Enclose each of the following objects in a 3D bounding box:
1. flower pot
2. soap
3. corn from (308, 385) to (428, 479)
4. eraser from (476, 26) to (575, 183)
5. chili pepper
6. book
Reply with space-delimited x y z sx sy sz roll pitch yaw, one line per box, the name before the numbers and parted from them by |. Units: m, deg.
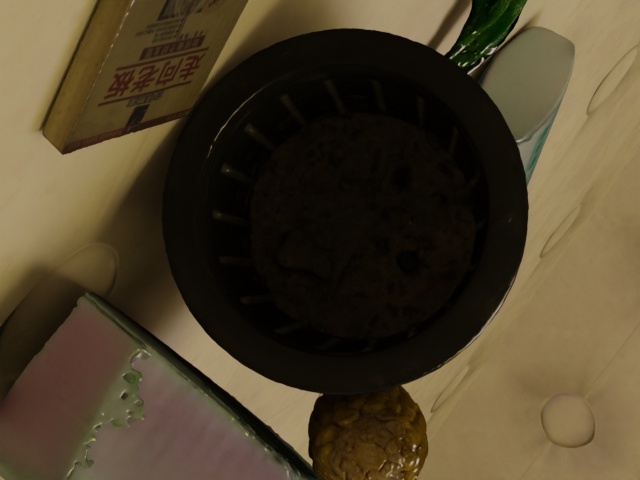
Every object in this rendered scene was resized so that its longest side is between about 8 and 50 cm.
flower pot | 0.034 -0.010 1.241 0.293 0.293 0.330 -50 172 0
soap | -0.136 0.196 1.237 0.156 0.261 0.446 -49 163 -5
corn | 0.044 0.179 1.252 0.119 0.119 0.322 -49 177 -5
eraser | 0.243 -0.132 1.823 0.189 0.104 0.290 -61 170 -26
chili pepper | 0.180 -0.264 1.428 0.122 0.065 0.279 -43 167 -37
book | -0.096 -0.170 0.954 0.161 0.026 0.231 -26 151 -57
